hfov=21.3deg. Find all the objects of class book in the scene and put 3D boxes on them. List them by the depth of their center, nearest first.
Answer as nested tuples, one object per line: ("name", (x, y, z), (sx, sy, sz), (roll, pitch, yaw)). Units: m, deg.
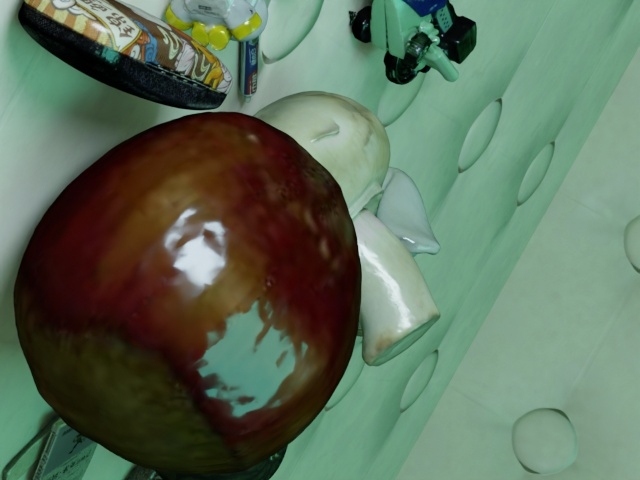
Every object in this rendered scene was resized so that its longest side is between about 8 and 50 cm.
("book", (-0.325, 0.276, 2.185), (0.127, 0.014, 0.181), (-31, 152, -53))

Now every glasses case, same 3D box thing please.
("glasses case", (-0.189, -0.191, 1.704), (0.082, 0.122, 0.321), (-60, 161, 7))

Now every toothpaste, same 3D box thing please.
("toothpaste", (-0.087, -0.221, 2.070), (0.037, 0.021, 0.140), (-50, 156, -38))

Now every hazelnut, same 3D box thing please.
("hazelnut", (-0.130, 0.061, 1.858), (0.421, 0.353, 0.421), (-13, 119, -25))

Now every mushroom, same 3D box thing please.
("mushroom", (-0.031, -0.010, 2.178), (0.315, 0.315, 0.356), (-18, 102, -62))

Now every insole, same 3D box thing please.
("insole", (-0.334, 0.242, 2.145), (0.192, 0.010, 0.063), (-45, 156, -36))

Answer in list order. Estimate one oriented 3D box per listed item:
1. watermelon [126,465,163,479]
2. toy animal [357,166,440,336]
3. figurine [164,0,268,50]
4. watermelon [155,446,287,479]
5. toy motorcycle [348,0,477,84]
("watermelon", (-0.238, 0.361, 2.478), (0.139, 0.071, 0.187), (-28, 144, -49))
("toy animal", (0.040, 0.012, 2.442), (0.249, 0.289, 0.174), (-18, 127, 2))
("figurine", (-0.094, -0.281, 1.871), (0.178, 0.109, 0.129), (-28, 120, -63))
("watermelon", (-0.145, 0.255, 2.327), (0.212, 0.212, 0.212), (-49, 158, -28))
("toy motorcycle", (0.133, -0.347, 2.292), (0.196, 0.125, 0.331), (-52, 155, -19))
